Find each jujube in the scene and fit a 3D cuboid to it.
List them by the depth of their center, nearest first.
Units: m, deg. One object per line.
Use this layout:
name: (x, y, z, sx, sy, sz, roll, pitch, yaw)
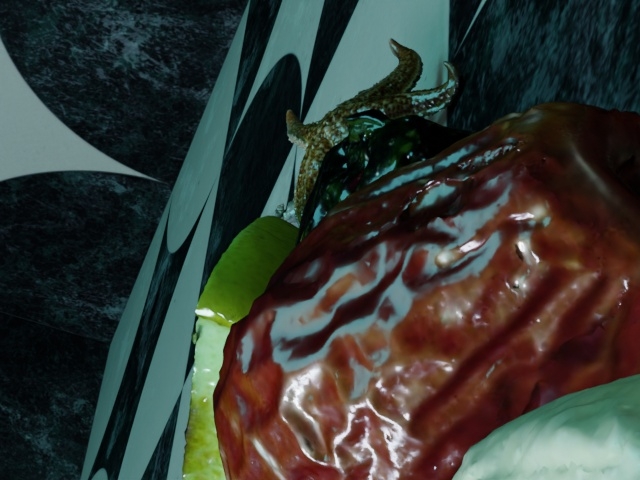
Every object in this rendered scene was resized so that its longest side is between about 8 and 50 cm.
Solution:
jujube: (0.064, 0.052, 0.853, 0.290, 0.197, 0.197, -45, 25, 35)

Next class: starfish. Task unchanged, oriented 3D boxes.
starfish: (0.024, -0.089, 1.455, 0.238, 0.057, 0.213, 13, 57, 49)

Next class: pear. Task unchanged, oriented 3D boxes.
pear: (-0.020, 0.110, 1.352, 0.239, 0.139, 0.288, -77, -5, -57)

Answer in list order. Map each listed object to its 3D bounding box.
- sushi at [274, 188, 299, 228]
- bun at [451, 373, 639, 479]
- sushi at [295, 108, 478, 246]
sushi: (-0.003, 0.000, 1.542, 0.226, 0.103, 0.097, 127, 144, -53)
bun: (0.114, 0.164, 0.509, 0.259, 0.160, 0.259, -172, 90, -66)
sushi: (0.058, -0.012, 1.170, 0.225, 0.127, 0.124, 157, 129, -74)
